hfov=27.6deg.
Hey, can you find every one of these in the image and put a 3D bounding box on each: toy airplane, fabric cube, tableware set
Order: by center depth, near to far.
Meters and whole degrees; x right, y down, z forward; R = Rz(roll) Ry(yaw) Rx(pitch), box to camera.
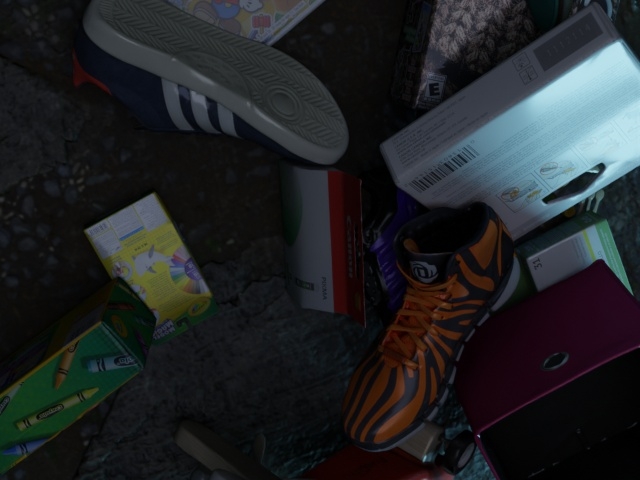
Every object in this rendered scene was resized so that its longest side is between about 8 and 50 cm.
[{"bbox_3d":[0.012,0.361,1.581,0.384,0.386,0.272,11,115,-13],"label":"toy airplane"},{"bbox_3d":[0.325,0.218,1.613,0.254,0.258,0.259,-28,110,5],"label":"fabric cube"},{"bbox_3d":[0.335,-0.100,1.714,0.104,0.024,0.154,4,110,-25],"label":"tableware set"}]

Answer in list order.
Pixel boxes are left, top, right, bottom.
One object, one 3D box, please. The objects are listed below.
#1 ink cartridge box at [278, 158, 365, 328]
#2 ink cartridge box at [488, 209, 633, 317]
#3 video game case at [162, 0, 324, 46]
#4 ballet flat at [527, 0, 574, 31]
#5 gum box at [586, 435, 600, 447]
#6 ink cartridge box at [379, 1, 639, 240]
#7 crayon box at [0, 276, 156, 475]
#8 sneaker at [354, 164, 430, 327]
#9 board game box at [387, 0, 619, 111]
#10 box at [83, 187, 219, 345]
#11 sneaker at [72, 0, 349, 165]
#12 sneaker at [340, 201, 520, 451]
[{"bbox_3d":[0.000,0.000,1.584,0.056,0.224,0.181,-5,101,-11],"label":"ink cartridge box"},{"bbox_3d":[0.292,0.085,1.729,0.235,0.056,0.171,-26,112,-6],"label":"ink cartridge box"},{"bbox_3d":[-0.100,-0.342,1.604,0.227,0.026,0.206,-40,104,0],"label":"video game case"},{"bbox_3d":[0.263,-0.354,1.498,0.079,0.077,0.221,-26,104,-24],"label":"ballet flat"},{"bbox_3d":[0.427,0.194,1.787,0.184,0.041,0.157,-25,104,-4],"label":"gum box"},{"bbox_3d":[0.257,-0.121,1.542,0.296,0.066,0.261,-33,147,18],"label":"ink cartridge box"},{"bbox_3d":[-0.335,0.175,1.571,0.278,0.165,0.081,-36,104,9],"label":"crayon box"},{"bbox_3d":[0.083,0.042,1.672,0.146,0.102,0.293,3,90,-10],"label":"sneaker"},{"bbox_3d":[0.235,-0.289,1.611,0.232,0.141,0.291,9,99,-11],"label":"board game box"},{"bbox_3d":[-0.212,0.036,1.650,0.105,0.043,0.179,-28,102,-4],"label":"box"},{"bbox_3d":[-0.138,-0.170,1.575,0.350,0.131,0.148,28,135,-12],"label":"sneaker"},{"bbox_3d":[0.108,0.082,1.517,0.321,0.124,0.180,-56,147,-18],"label":"sneaker"}]
